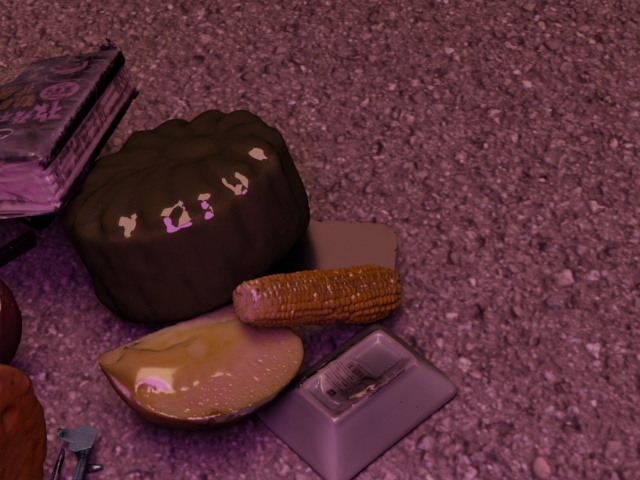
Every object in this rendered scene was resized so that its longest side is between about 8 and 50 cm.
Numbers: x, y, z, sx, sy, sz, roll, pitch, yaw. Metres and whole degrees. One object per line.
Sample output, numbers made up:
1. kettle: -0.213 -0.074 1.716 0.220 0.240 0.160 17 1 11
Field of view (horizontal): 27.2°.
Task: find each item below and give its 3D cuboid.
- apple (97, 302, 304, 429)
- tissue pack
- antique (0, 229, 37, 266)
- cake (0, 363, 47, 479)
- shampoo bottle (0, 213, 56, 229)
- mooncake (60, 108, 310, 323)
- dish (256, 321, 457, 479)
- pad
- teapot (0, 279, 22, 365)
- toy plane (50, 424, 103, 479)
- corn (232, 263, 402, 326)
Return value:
1. apple: -0.150 0.198 1.834 0.265 0.120 0.193 -21 44 -25
2. tissue pack: -0.455 -0.161 2.007 0.259 0.122 0.361 -8 32 18
3. antique: -0.527 0.043 2.064 0.192 0.031 0.015 -35 58 -28
4. cake: -0.547 0.285 1.653 0.321 0.332 0.332 6 47 17
5. shampoo bottle: -0.542 -0.100 2.154 0.278 0.104 0.104 29 55 26
6. mooncake: -0.200 -0.049 1.954 0.356 0.194 0.356 -19 30 11
7. dish: 0.050 0.206 1.852 0.243 0.080 0.182 -35 54 -25
8. pad: -0.001 -0.017 2.079 0.250 0.055 0.323 3 47 6
9. teapot: -0.579 0.116 1.858 0.312 0.233 0.315 1 6 -13
10. toy plane: -0.330 0.347 1.758 0.096 0.060 0.235 -5 49 17
11. corn: 0.006 0.082 1.891 0.288 0.086 0.086 -3 40 -37
